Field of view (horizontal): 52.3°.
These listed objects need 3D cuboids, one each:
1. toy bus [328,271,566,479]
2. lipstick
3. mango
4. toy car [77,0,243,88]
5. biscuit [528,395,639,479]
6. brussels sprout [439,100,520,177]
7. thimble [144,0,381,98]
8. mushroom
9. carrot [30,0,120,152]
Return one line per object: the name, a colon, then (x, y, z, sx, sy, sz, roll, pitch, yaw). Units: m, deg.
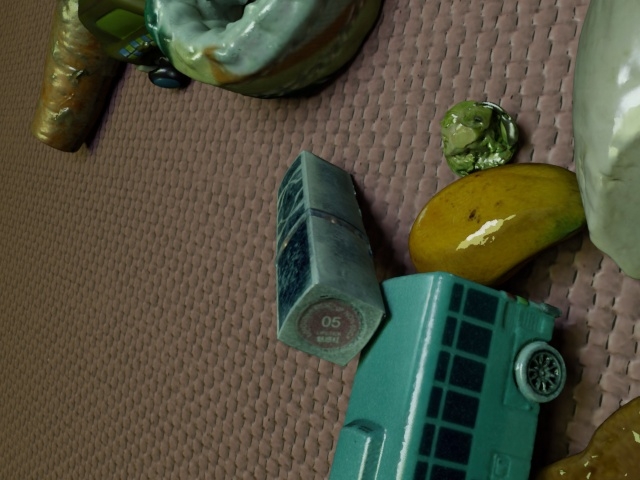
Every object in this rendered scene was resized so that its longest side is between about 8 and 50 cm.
toy bus: (0.091, 0.162, 0.528, 0.128, 0.147, 0.255, -20, 52, 66)
lipstick: (0.000, 0.000, 0.650, 0.077, 0.076, 0.289, -58, 17, 23)
mango: (0.153, -0.017, 0.575, 0.165, 0.089, 0.115, -37, 29, 24)
toy car: (-0.252, -0.355, 0.956, 0.248, 0.198, 0.204, -7, 77, 42)
biscuit: (0.293, 0.241, 0.412, 0.359, 0.074, 0.380, 40, 110, 41)
brussels sprout: (0.149, -0.100, 0.622, 0.085, 0.058, 0.085, 1, 92, 29)
thimble: (-0.066, -0.311, 0.770, 0.288, 0.167, 0.254, -44, 67, 22)
mushroom: (0.256, -0.146, 0.477, 0.128, 0.128, 0.349, 6, 84, 45)
carrot: (-0.437, -0.316, 1.183, 0.138, 0.139, 0.301, 50, 119, 37)
